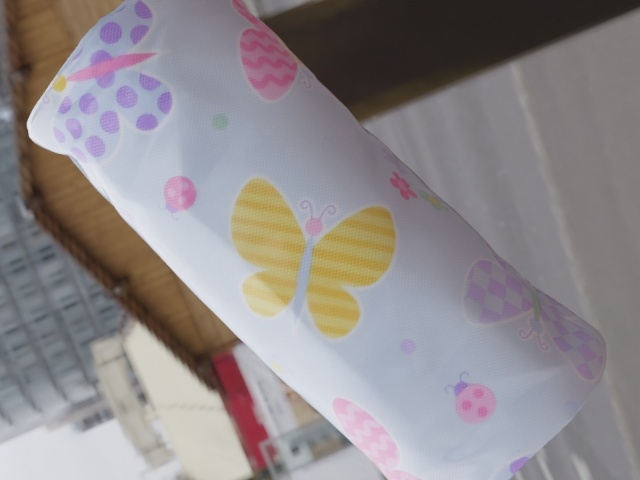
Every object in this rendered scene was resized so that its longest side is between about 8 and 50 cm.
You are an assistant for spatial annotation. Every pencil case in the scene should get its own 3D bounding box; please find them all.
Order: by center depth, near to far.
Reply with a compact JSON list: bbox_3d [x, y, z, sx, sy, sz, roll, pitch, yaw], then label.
[{"bbox_3d":[0.000,0.000,0.632,0.273,0.113,0.124,44,-171,-2],"label":"pencil case"}]
